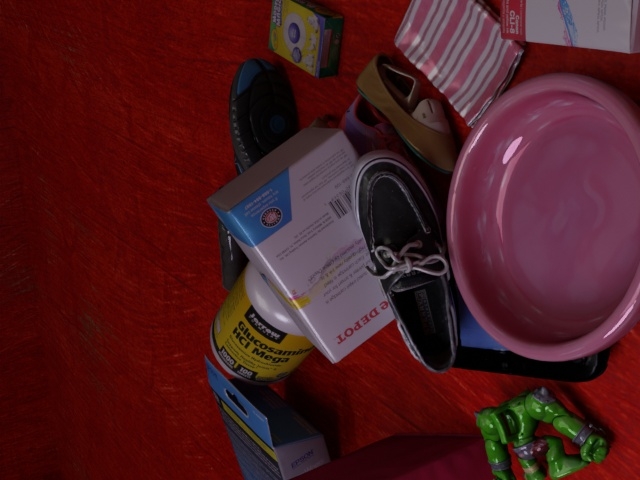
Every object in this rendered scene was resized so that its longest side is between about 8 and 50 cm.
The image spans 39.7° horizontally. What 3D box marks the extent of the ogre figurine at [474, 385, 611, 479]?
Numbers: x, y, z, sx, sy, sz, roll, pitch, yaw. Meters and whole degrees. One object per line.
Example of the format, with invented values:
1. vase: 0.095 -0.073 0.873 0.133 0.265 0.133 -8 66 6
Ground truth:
1. ogre figurine: 0.285 0.263 1.192 0.118 0.097 0.197 59 157 4

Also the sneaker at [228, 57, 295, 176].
1. sneaker: -0.119 -0.158 1.620 0.140 0.125 0.340 12 110 61

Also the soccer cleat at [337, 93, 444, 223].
1. soccer cleat: 0.106 -0.120 1.332 0.248 0.083 0.095 53 137 35

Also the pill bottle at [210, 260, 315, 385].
1. pill bottle: -0.067 0.114 1.585 0.188 0.188 0.334 62 146 20

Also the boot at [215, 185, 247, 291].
1. boot: -0.179 0.010 1.791 0.189 0.076 0.208 -93 8 -72

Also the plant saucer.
1. plant saucer: 0.283 -0.026 1.039 0.332 0.084 0.332 -6 83 58

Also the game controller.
1. game controller: 0.254 0.097 1.198 0.319 0.067 0.166 -5 98 57

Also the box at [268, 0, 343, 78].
1. box: -0.033 -0.351 1.486 0.179 0.043 0.105 41 134 45

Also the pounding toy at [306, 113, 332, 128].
1. pounding toy: -0.013 -0.123 1.470 0.094 0.181 0.206 43 153 -2

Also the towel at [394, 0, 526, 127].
1. towel: 0.179 -0.264 1.189 0.197 0.029 0.144 52 141 24

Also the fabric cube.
1. fabric cube: 0.121 0.460 1.371 0.254 0.258 0.259 -21 84 57

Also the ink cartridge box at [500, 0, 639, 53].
1. ink cartridge box: 0.297 -0.271 0.925 0.176 0.128 0.127 25 123 52

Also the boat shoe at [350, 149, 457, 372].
1. boat shoe: 0.116 0.032 1.176 0.105 0.113 0.306 -92 -10 -74

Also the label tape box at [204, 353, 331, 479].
1. label tape box: -0.088 0.385 1.724 0.249 0.115 0.347 31 142 49

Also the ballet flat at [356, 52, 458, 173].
1. ballet flat: 0.130 -0.190 1.270 0.232 0.080 0.073 50 125 32

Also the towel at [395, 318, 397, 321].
1. towel: 0.115 0.088 1.461 0.060 0.009 0.083 37 132 44

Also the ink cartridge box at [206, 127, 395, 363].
1. ink cartridge box: 0.000 0.000 1.305 0.270 0.198 0.197 56 171 -16
